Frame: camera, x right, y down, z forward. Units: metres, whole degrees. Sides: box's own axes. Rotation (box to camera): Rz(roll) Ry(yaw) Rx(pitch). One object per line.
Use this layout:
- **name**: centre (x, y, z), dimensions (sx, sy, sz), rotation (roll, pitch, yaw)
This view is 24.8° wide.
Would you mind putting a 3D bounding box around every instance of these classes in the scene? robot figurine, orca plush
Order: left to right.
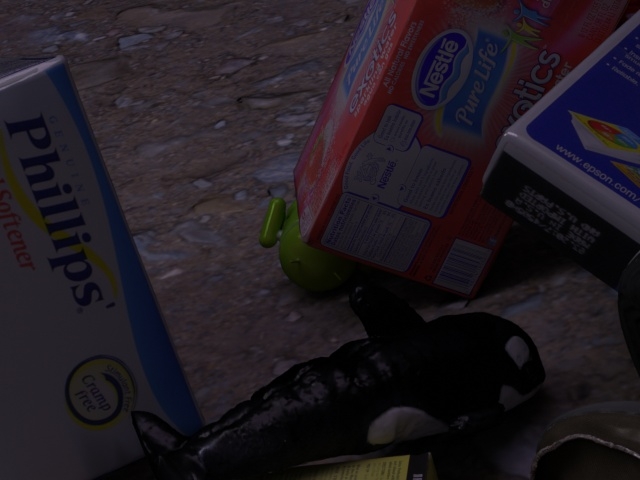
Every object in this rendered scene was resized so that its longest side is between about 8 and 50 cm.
- **robot figurine**: centre (0.000, 0.000, 1.229), dimensions (0.101, 0.067, 0.115), rotation (16, 26, -4)
- **orca plush**: centre (0.018, 0.078, 0.943), dimensions (0.287, 0.102, 0.151), rotation (-10, 4, -15)

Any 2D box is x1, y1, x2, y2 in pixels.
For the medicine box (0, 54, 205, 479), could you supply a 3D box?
- **medicine box**: centre (-0.226, 0.016, 1.028), dimensions (0.149, 0.263, 0.289), rotation (-24, 15, -17)

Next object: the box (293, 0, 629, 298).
- **box**: centre (0.103, -0.128, 1.132), dimensions (0.154, 0.300, 0.142), rotation (17, 25, -14)

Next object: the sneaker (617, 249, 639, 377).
- **sneaker**: centre (0.343, 0.082, 0.759), dimensions (0.385, 0.145, 0.147), rotation (22, 52, 27)

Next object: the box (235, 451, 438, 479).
- **box**: centre (-0.043, 0.185, 0.884), dimensions (0.232, 0.058, 0.087), rotation (-8, 25, 11)

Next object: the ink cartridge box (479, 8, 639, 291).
- **ink cartridge box**: centre (0.303, -0.032, 0.970), dimensions (0.304, 0.072, 0.307), rotation (35, 42, 15)

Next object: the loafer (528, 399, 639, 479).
- **loafer**: centre (0.202, 0.158, 0.769), dimensions (0.087, 0.094, 0.251), rotation (-27, 28, -34)

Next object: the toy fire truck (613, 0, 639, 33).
- **toy fire truck**: centre (0.312, -0.115, 1.221), dimensions (0.254, 0.169, 0.302), rotation (2, 24, -10)
